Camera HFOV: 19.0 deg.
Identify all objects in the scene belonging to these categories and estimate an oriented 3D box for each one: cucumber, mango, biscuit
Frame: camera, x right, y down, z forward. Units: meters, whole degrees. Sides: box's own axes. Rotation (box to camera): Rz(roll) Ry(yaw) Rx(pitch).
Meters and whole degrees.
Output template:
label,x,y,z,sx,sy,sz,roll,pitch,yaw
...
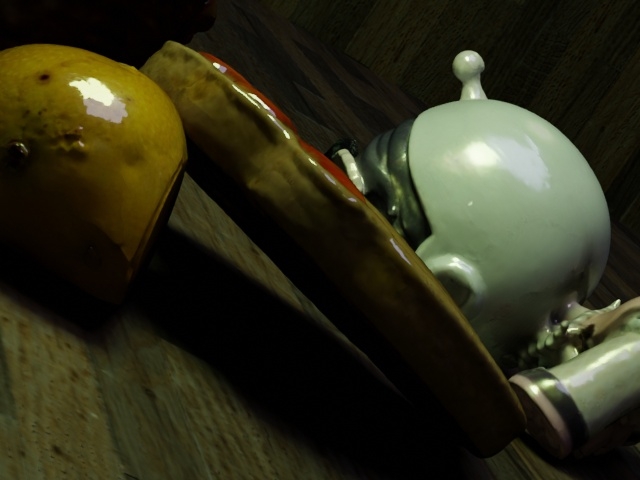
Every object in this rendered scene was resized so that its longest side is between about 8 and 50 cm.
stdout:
label,x,y,z,sx,sy,sz,roll,pitch,yaw
cucumber,0.021,-0.097,2.253,0.039,0.043,0.163,-3,5,8
mango,-0.166,-0.059,1.229,0.166,0.136,0.236,27,3,-2
biscuit,0.000,0.000,1.362,0.381,0.074,0.359,46,-6,42

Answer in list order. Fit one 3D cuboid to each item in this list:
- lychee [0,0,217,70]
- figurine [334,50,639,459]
label,x,y,z,sx,sy,sz,roll,pitch,yaw
lychee,-0.214,-0.247,1.483,0.330,0.306,0.306,36,8,-27
figurine,0.188,0.025,1.703,0.361,0.211,0.253,45,4,22
